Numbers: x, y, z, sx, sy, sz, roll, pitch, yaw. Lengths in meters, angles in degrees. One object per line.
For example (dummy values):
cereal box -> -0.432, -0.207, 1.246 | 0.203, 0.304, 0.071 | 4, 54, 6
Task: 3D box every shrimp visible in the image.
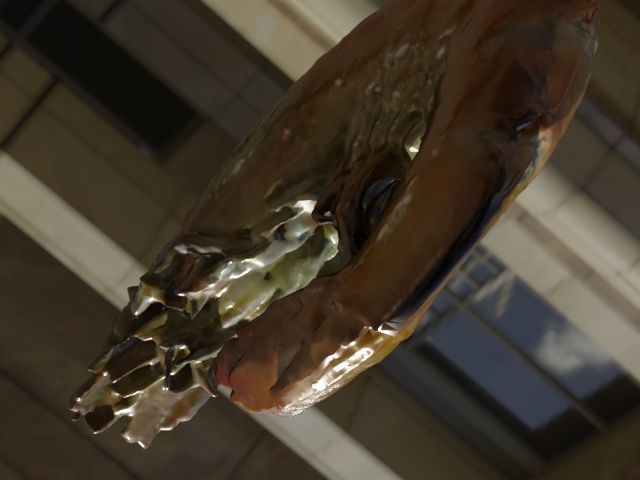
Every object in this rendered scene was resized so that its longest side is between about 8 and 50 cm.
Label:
shrimp -> 0.000, 0.000, 0.541 | 0.248, 0.068, 0.150 | -43, -160, 36
